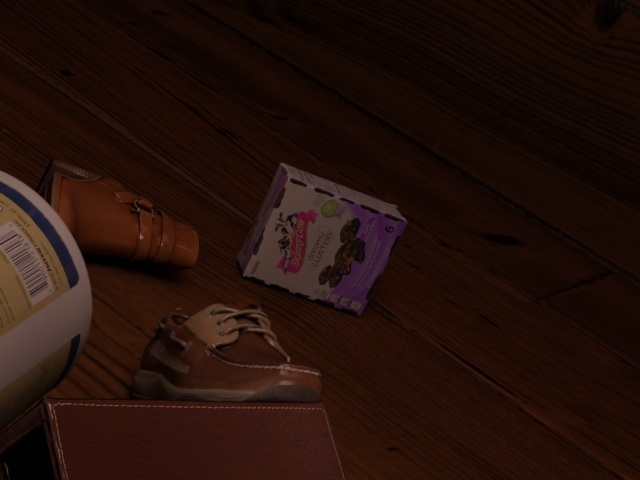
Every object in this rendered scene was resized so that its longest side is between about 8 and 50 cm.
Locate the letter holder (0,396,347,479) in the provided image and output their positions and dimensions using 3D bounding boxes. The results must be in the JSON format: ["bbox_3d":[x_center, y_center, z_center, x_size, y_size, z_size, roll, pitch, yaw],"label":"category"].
[{"bbox_3d":[-0.118,0.258,1.093,0.302,0.152,0.214,7,55,-45],"label":"letter holder"}]

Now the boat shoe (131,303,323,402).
[{"bbox_3d":[-0.100,0.119,1.342,0.123,0.116,0.324,17,-10,-32],"label":"boat shoe"}]

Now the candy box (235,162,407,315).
[{"bbox_3d":[0.000,0.000,1.931,0.196,0.165,0.070,19,18,-20],"label":"candy box"}]

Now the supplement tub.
[{"bbox_3d":[-0.355,0.086,1.073,0.228,0.228,0.316,30,29,11],"label":"supplement tub"}]

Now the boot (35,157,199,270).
[{"bbox_3d":[-0.266,-0.002,1.709,0.220,0.109,0.283,26,11,-15],"label":"boot"}]
